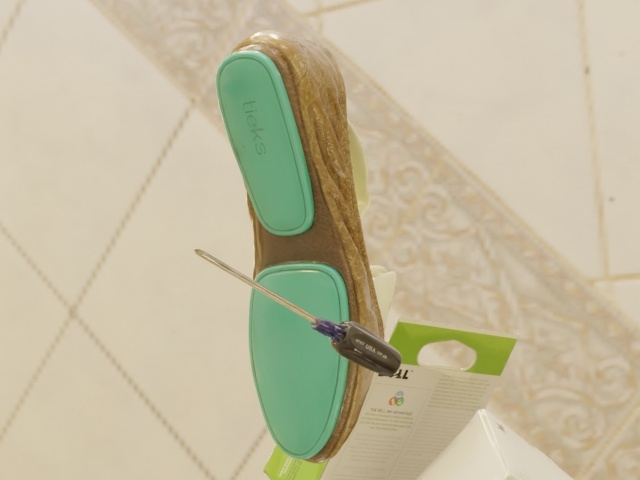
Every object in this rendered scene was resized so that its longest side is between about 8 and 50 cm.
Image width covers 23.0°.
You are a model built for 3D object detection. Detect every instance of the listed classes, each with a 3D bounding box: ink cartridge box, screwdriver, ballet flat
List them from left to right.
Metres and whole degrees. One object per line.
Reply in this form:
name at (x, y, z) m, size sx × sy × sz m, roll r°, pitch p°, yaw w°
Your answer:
screwdriver at (-0.015, 0.047, 0.994) m, size 0.025 × 0.170 × 0.024 m, roll -56°, pitch 30°, yaw 14°
ballet flat at (0.000, 0.000, 1.251) m, size 0.116 × 0.124 × 0.342 m, roll -4°, pitch 101°, yaw 39°
ink cartridge box at (0.079, 0.182, 1.730) m, size 0.097 × 0.189 × 0.255 m, roll 44°, pitch 115°, yaw 48°

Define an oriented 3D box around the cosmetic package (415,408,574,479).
cosmetic package at (0.127, 0.383, 1.638) m, size 0.197 × 0.155 × 0.365 m, roll 37°, pitch 104°, yaw -16°
